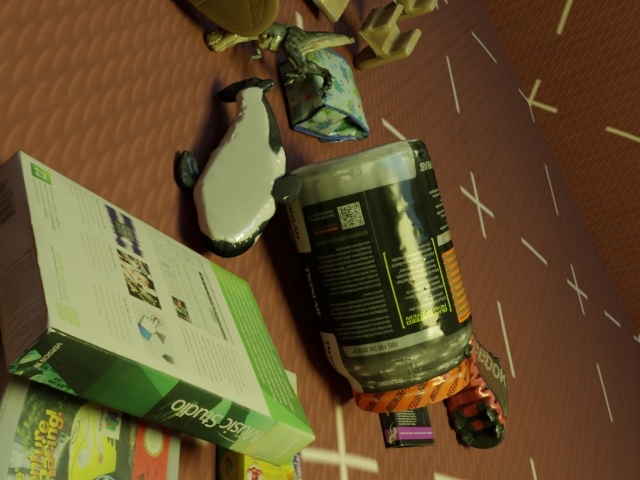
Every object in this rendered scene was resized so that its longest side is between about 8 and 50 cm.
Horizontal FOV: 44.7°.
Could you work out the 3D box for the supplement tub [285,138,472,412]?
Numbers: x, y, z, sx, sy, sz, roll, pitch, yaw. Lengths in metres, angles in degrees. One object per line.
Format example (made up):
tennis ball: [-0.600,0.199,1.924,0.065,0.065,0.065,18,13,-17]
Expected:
supplement tub: [0.084,0.046,1.059,0.207,0.207,0.337,-21,98,-61]

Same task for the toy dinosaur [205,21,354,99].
toy dinosaur: [-0.031,-0.276,1.153,0.268,0.064,0.118,-5,63,-36]

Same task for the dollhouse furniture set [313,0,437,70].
dollhouse furniture set: [0.047,-0.587,1.520,0.362,0.257,0.394,47,56,-31]

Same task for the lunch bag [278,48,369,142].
lunch bag: [0.015,-0.236,1.276,0.151,0.096,0.128,7,64,-47]

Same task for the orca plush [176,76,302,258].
orca plush: [-0.111,-0.082,1.008,0.151,0.102,0.287,-4,54,-13]

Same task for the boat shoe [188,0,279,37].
boat shoe: [-0.176,-0.432,1.064,0.342,0.123,0.123,45,23,-11]

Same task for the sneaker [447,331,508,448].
sneaker: [0.252,0.217,1.358,0.276,0.098,0.135,66,29,-8]

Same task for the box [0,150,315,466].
box: [-0.155,0.072,0.736,0.322,0.058,0.232,34,19,-43]

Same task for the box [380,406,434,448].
box: [0.124,0.236,1.202,0.116,0.029,0.162,20,55,-54]

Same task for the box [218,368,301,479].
box: [-0.067,0.227,0.878,0.105,0.043,0.179,34,41,-45]

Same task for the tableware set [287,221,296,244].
tableware set: [0.000,0.000,1.166,0.141,0.020,0.168,56,31,-20]

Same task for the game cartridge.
game cartridge: [-0.206,0.201,0.655,0.196,0.060,0.294,31,45,-41]
